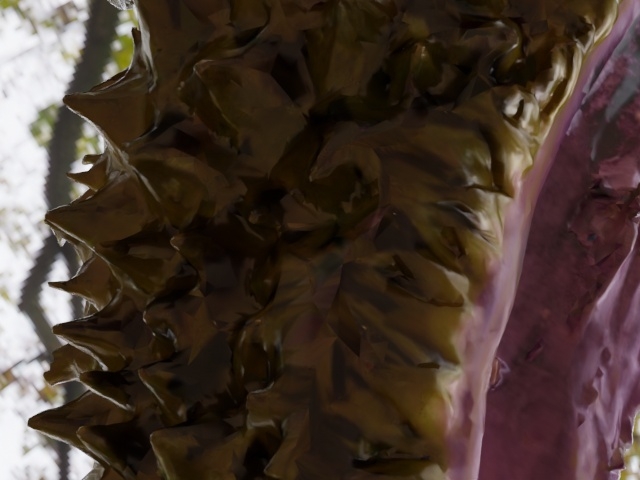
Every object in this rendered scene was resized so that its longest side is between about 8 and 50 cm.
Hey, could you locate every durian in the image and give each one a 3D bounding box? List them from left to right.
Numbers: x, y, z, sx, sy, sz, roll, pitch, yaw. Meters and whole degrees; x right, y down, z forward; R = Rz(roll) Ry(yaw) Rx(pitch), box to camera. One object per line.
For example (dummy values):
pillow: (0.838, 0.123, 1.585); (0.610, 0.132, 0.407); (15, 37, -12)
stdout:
durian: (0.000, 0.001, 0.510); (0.191, 0.112, 0.341); (10, -114, 16)

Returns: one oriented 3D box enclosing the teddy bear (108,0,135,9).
teddy bear: (-0.193, -0.243, 0.899); (0.156, 0.256, 0.267); (-25, -120, 9)
